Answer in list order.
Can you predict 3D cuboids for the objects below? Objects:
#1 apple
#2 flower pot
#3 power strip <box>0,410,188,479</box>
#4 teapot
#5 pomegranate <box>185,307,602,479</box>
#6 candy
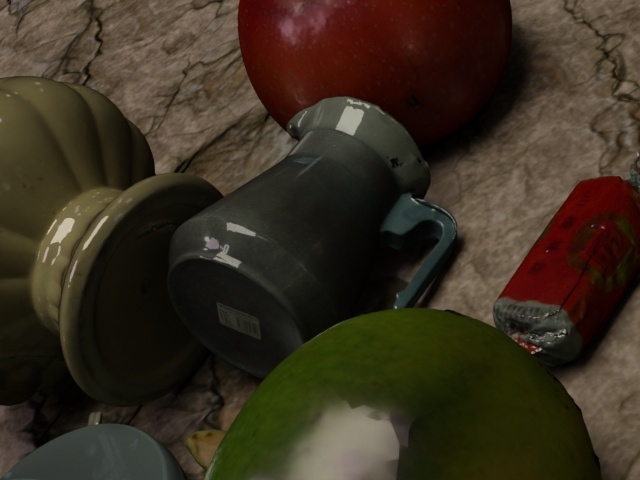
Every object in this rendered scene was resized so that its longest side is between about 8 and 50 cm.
[{"bbox_3d":[0.050,-0.202,1.679,0.260,0.216,0.260,-23,39,20],"label":"apple"},{"bbox_3d":[-0.231,0.015,1.615,0.244,0.307,0.307,19,60,36],"label":"flower pot"},{"bbox_3d":[-0.189,0.231,1.506,0.167,0.054,0.253,-32,34,2],"label":"power strip"},{"bbox_3d":[0.000,0.000,1.542,0.203,0.171,0.225,25,54,19],"label":"teapot"},{"bbox_3d":[0.011,0.175,1.245,0.358,0.216,0.310,10,58,49],"label":"pomegranate"},{"bbox_3d":[0.204,0.020,1.405,0.086,0.059,0.292,6,51,47],"label":"candy"}]
